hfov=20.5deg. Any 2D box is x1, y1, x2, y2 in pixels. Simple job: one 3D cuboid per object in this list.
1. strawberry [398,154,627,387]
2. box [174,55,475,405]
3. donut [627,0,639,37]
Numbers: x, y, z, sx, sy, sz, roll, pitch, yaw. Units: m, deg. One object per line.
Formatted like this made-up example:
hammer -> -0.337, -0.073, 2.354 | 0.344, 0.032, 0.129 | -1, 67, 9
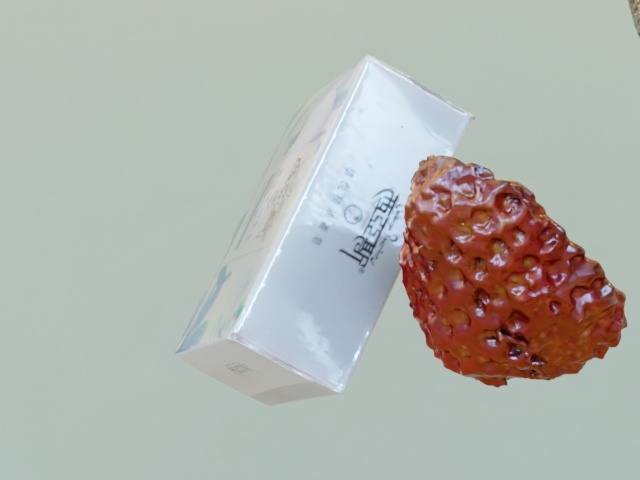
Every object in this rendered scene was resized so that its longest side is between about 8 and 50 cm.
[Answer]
strawberry -> 0.121, 0.039, 1.343 | 0.190, 0.111, 0.236 | 18, -21, 36
box -> -0.002, -0.002, 1.543 | 0.116, 0.274, 0.203 | 29, -15, -13
donut -> 0.278, -0.230, 1.377 | 0.073, 0.184, 0.166 | -5, -16, -1
